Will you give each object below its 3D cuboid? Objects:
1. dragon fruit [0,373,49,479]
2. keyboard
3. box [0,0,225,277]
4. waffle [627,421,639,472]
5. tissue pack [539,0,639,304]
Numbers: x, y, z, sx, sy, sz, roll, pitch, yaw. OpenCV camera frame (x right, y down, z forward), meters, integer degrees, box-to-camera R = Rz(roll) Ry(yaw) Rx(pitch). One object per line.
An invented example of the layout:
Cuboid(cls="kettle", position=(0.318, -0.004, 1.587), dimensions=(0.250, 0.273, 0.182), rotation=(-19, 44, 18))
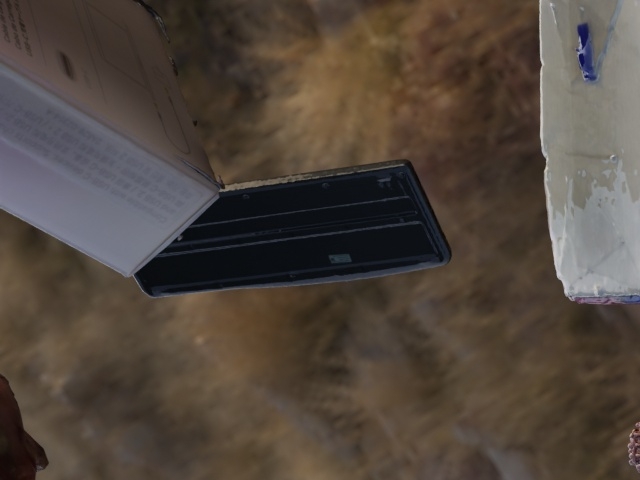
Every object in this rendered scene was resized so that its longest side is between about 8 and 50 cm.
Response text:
Cuboid(cls="dragon fruit", position=(-0.225, 0.140, 0.611), dimensions=(0.329, 0.329, 0.329), rotation=(56, 169, 18))
Cuboid(cls="keyboard", position=(0.006, -0.009, 1.365), dimensions=(0.381, 0.041, 0.103), rotation=(-2, 129, 35))
Cuboid(cls="box", position=(-0.199, -0.117, 1.232), dimensions=(0.251, 0.106, 0.203), rotation=(32, -155, -42))
Cuboid(cls="waffle", position=(0.376, 0.227, 2.052), dimensions=(0.083, 0.075, 0.029), rotation=(37, 178, 25))
Cuboid(cls="tissue pack", position=(0.267, -0.081, 1.111), dimensions=(0.137, 0.269, 0.209), rotation=(13, 109, 63))
